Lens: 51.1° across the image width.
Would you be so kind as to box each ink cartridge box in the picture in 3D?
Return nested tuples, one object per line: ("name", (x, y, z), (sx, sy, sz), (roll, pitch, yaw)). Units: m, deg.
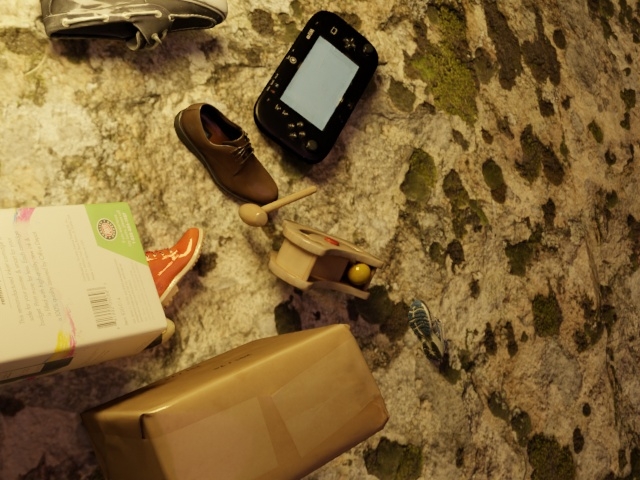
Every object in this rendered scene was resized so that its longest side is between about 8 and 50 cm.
("ink cartridge box", (-0.402, 0.073, 0.865), (0.353, 0.119, 0.207), (-6, 68, -44))

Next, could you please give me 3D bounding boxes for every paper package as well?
("paper package", (-0.131, 0.259, 0.962), (0.325, 0.309, 0.168), (-20, 89, -35))

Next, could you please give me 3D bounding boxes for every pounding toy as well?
("pounding toy", (0.000, 0.000, 1.159), (0.269, 0.154, 0.155), (19, 100, -31))

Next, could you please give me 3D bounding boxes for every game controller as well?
("game controller", (-0.005, -0.299, 1.289), (0.166, 0.067, 0.319), (39, 62, -23))

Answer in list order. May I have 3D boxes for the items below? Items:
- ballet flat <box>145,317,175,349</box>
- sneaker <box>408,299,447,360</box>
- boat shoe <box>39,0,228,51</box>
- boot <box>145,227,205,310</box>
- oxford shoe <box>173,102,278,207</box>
("ballet flat", (-0.302, 0.144, 1.022), (0.173, 0.049, 0.057), (0, 83, -34))
("sneaker", (0.225, 0.177, 1.383), (0.058, 0.052, 0.135), (-36, 110, -43))
("boat shoe", (-0.290, -0.356, 1.081), (0.301, 0.108, 0.102), (-5, 85, -32))
("boot", (-0.249, 0.030, 1.076), (0.085, 0.059, 0.158), (38, 64, -18))
("oxford shoe", (-0.148, -0.142, 1.149), (0.227, 0.096, 0.083), (44, 59, -22))
